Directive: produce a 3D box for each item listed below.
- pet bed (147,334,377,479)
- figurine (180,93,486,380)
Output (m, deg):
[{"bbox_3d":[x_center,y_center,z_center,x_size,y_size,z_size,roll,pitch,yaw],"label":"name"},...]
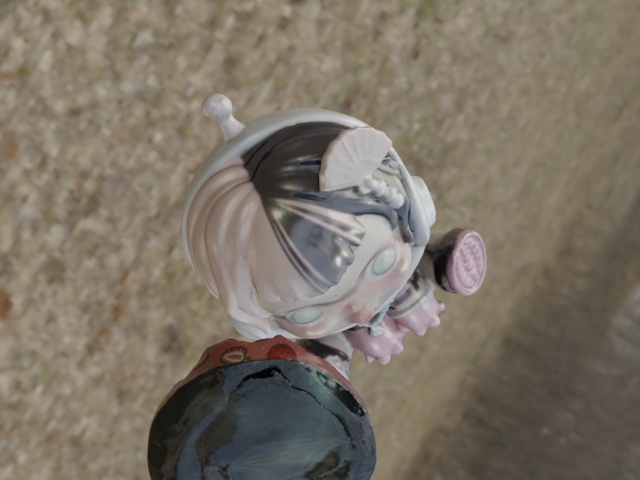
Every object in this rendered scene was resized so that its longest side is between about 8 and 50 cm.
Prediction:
[{"bbox_3d":[-0.048,0.167,1.324,0.053,0.201,0.201,-97,-154,-57],"label":"pet bed"},{"bbox_3d":[-0.006,0.007,1.647,0.253,0.211,0.361,-49,150,0],"label":"figurine"}]
